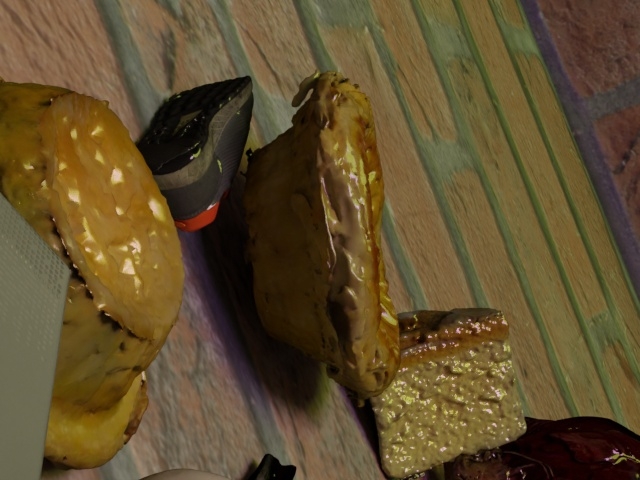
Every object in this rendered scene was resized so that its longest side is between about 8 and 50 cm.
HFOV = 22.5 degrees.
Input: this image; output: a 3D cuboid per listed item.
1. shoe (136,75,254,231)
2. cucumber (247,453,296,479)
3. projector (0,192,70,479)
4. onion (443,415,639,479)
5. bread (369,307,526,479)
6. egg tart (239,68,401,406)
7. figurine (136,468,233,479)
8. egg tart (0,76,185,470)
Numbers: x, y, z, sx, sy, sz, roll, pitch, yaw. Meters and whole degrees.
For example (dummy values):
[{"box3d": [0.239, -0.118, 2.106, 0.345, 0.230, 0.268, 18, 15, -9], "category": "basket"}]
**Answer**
[{"box3d": [-0.096, -0.074, 1.327, 0.194, 0.074, 0.077, -64, 140, -61], "category": "shoe"}, {"box3d": [-0.048, 0.201, 1.204, 0.135, 0.033, 0.034, -45, 149, -68], "category": "cucumber"}, {"box3d": [-0.224, 0.057, 0.725, 0.177, 0.163, 0.242, 51, 23, -34], "category": "projector"}, {"box3d": [0.260, 0.280, 1.651, 0.281, 0.281, 0.221, -13, 124, -70], "category": "onion"}, {"box3d": [0.113, 0.139, 1.520, 0.127, 0.152, 0.147, -47, 122, -67], "category": "bread"}, {"box3d": [0.000, 0.000, 1.360, 0.295, 0.116, 0.295, -8, 90, -86], "category": "egg tart"}, {"box3d": [-0.093, 0.213, 0.951, 0.162, 0.141, 0.237, 33, 13, 1], "category": "figurine"}, {"box3d": [-0.170, 0.007, 0.994, 0.288, 0.118, 0.288, -20, 90, -73], "category": "egg tart"}]
